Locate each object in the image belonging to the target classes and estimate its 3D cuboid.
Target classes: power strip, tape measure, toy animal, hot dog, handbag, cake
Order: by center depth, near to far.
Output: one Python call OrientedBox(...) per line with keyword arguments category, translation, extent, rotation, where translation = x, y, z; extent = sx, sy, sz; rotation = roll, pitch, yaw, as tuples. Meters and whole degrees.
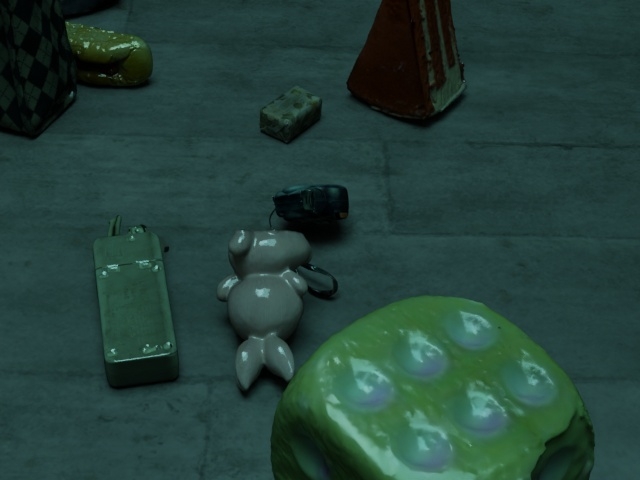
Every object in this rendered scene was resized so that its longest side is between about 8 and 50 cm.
OrientedBox(category="toy animal", translation=(-0.073, 0.092, 1.435), extent=(0.124, 0.124, 0.213), rotation=(2, 73, -1))
OrientedBox(category="power strip", translation=(-0.246, 0.067, 1.474), extent=(0.093, 0.053, 0.288), rotation=(-7, 42, -9))
OrientedBox(category="tape measure", translation=(-0.002, 0.002, 1.577), extent=(0.107, 0.104, 0.180), rotation=(0, 71, -38))
OrientedBox(category="handbag", translation=(-0.605, -0.356, 1.733), extent=(0.415, 0.317, 0.180), rotation=(16, 50, 15))
OrientedBox(category="cake", translation=(0.126, -0.346, 1.828), extent=(0.159, 0.262, 0.158), rotation=(7, 33, 35))
OrientedBox(category="hot dog", translation=(-0.397, -0.308, 1.868), extent=(0.242, 0.084, 0.073), rotation=(16, 47, 13))

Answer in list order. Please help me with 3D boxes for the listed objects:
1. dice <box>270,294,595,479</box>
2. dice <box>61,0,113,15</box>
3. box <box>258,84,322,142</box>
OrientedBox(category="dice", translation=(0.115, 0.230, 1.163), extent=(0.252, 0.250, 0.254), rotation=(-27, 50, -29))
OrientedBox(category="dice", translation=(-0.465, -0.521, 2.027), extent=(0.182, 0.182, 0.183), rotation=(-19, 44, -23))
OrientedBox(category="box", translation=(-0.047, -0.202, 1.795), extent=(0.062, 0.045, 0.098), rotation=(27, 45, 23))
